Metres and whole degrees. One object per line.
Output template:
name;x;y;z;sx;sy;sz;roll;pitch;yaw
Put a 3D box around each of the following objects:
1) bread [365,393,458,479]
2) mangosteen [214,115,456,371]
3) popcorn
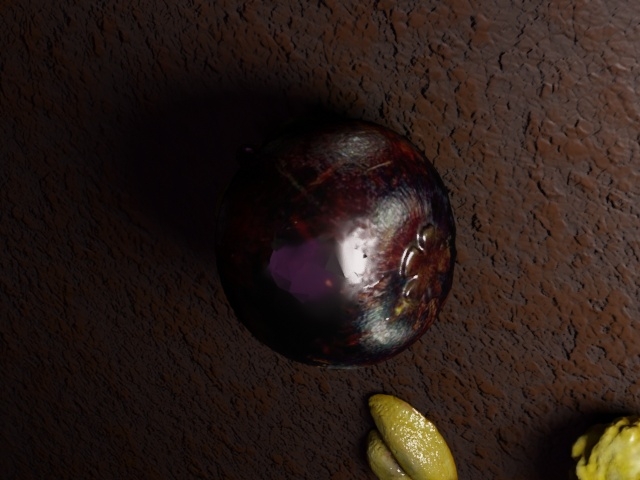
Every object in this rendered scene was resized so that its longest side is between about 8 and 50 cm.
bread;0.116;0.321;1.446;0.149;0.065;0.187;-16;112;42
mangosteen;0.010;0.003;1.155;0.330;0.330;0.330;15;125;22
popcorn;0.386;0.311;1.207;0.156;0.197;0.197;27;129;15
